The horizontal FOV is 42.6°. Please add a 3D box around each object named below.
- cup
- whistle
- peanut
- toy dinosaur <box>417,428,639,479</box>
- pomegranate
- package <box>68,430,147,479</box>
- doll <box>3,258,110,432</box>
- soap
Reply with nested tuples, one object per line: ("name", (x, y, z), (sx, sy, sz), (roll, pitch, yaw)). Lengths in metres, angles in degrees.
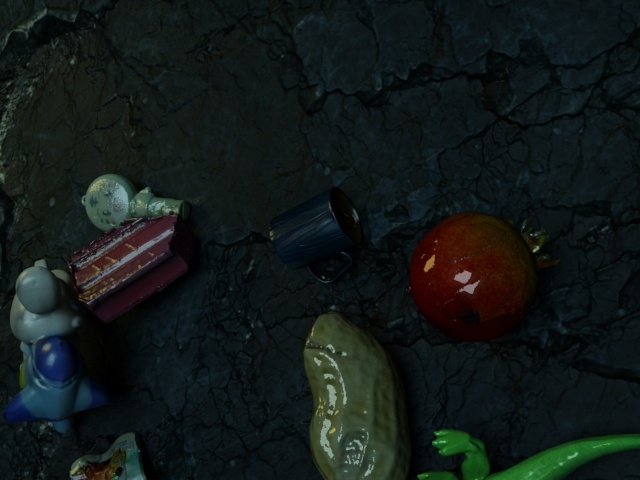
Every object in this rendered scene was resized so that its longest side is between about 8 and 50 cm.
("cup", (-0.006, -0.003, 1.498), (0.138, 0.113, 0.150), (-25, 71, 23))
("whistle", (-0.392, -0.075, 1.727), (0.258, 0.067, 0.126), (6, 98, 23))
("peanut", (0.062, 0.291, 1.397), (0.174, 0.158, 0.340), (-2, 76, -2))
("toy dinosaur", (0.296, 0.485, 1.289), (0.500, 0.144, 0.374), (-2, 108, 5))
("pomegranate", (0.257, 0.053, 1.319), (0.235, 0.210, 0.210), (-24, 70, -8))
("package", (-0.412, 0.492, 1.609), (0.166, 0.040, 0.232), (-23, 48, 2))
("doll", (-0.521, 0.218, 1.628), (0.187, 0.376, 0.365), (-6, 90, 6))
("soap", (-0.369, 0.038, 1.639), (0.250, 0.099, 0.162), (-32, 42, 3))
